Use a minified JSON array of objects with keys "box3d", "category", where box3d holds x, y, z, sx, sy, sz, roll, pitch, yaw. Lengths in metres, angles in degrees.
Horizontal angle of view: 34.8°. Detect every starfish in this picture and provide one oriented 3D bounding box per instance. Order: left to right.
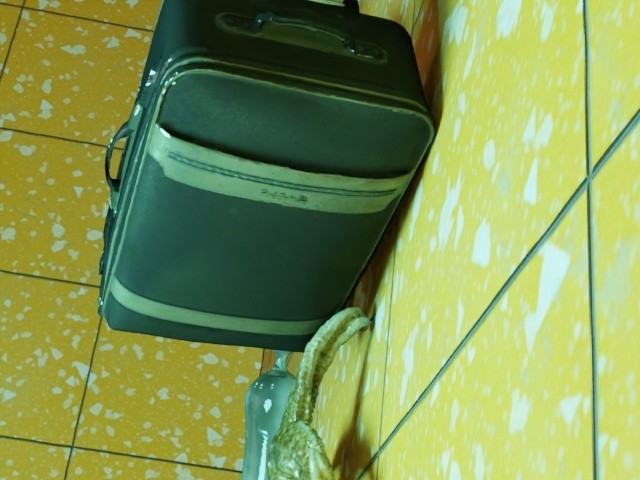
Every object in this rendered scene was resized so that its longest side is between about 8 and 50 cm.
[{"box3d":[-0.008,0.228,1.054,0.375,0.094,0.327,103,175,-86],"category":"starfish"}]

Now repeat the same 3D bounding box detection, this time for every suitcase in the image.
[{"box3d":[-0.078,-0.050,1.036,0.194,0.283,0.434,-98,24,-43],"category":"suitcase"}]

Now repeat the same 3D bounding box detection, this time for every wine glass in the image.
[{"box3d":[-0.070,0.266,1.587,0.103,0.103,0.231,131,146,-80],"category":"wine glass"}]

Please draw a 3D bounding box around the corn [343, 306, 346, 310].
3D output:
[{"box3d":[0.000,0.000,1.332,0.101,0.101,0.310,112,169,-67],"category":"corn"}]
